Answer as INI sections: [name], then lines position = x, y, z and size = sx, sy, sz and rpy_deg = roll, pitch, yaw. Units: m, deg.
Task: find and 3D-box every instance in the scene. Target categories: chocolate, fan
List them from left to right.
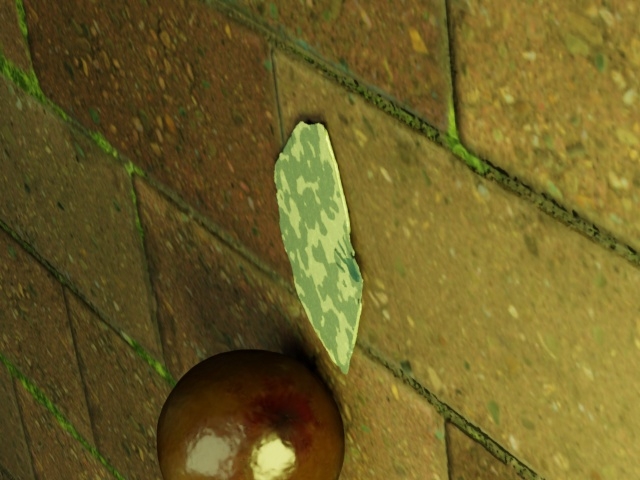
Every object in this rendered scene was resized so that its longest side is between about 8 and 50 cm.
[chocolate]
position = -0.055, 0.170, 1.655
size = 0.177, 0.177, 0.176
rpy_deg = 45, 148, 38
[fan]
position = 0.000, 0.000, 1.566
size = 0.131, 0.009, 0.240
rpy_deg = 39, 144, 45
